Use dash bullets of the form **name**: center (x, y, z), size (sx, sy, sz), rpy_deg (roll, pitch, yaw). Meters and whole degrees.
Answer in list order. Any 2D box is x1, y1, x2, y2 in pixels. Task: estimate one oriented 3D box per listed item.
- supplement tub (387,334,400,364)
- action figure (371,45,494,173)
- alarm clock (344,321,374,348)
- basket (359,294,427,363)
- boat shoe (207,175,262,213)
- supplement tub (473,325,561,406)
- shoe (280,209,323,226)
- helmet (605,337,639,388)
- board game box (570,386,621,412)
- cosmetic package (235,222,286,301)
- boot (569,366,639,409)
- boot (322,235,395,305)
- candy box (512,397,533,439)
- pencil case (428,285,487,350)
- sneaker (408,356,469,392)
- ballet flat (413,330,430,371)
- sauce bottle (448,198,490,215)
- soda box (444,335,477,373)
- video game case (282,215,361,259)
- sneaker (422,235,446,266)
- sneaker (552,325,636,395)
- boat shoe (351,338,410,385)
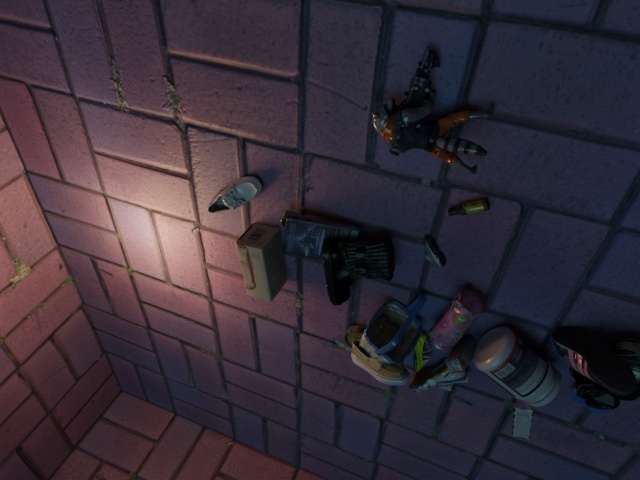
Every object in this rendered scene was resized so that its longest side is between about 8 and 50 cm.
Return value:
- **supplement tub**: center (0.312, 0.495, 2.067), size (0.106, 0.106, 0.198), rpy_deg (26, 134, 6)
- **action figure**: center (0.304, -0.339, 1.325), size (0.330, 0.178, 0.341), rpy_deg (11, 134, 7)
- **alarm clock**: center (0.178, 0.419, 2.102), size (0.129, 0.064, 0.192), rpy_deg (17, 135, 15)
- **basket**: center (0.293, 0.345, 1.858), size (0.201, 0.255, 0.289), rpy_deg (39, 150, 9)
- **boat shoe**: center (-0.340, -0.164, 1.861), size (0.277, 0.096, 0.098), rpy_deg (-23, 113, 39)
- **supplement tub**: center (0.724, 0.466, 1.762), size (0.272, 0.191, 0.191), rpy_deg (38, 135, -6)
- **shoe**: center (-0.041, -0.065, 1.812), size (0.219, 0.058, 0.076), rpy_deg (16, 130, -6)
- **helmet**: center (1.033, 0.401, 1.568), size (0.169, 0.169, 0.161), rpy_deg (37, 147, -5)
- **board game box**: center (1.044, 0.584, 1.806), size (0.168, 0.033, 0.133), rpy_deg (35, 127, -5)
- **cosmetic package**: center (-0.242, 0.092, 1.990), size (0.129, 0.153, 0.296), rpy_deg (12, 130, 21)
- **boot**: center (1.000, 0.526, 1.649), size (0.246, 0.207, 0.094), rpy_deg (21, 108, 14)
- **boot**: center (0.152, 0.126, 1.806), size (0.260, 0.131, 0.348), rpy_deg (-1, 137, 9)
- **candy box**: center (0.809, 0.663, 1.902), size (0.070, 0.165, 0.196), rpy_deg (4, 128, 23)
- **pencil case**: center (0.507, 0.297, 1.781), size (0.124, 0.124, 0.284), rpy_deg (26, 135, 6)
- **sneaker**: center (0.508, 0.613, 2.058), size (0.131, 0.112, 0.296), rpy_deg (40, 135, -8)
- **ballet flat**: center (0.427, 0.474, 2.016), size (0.077, 0.077, 0.231), rpy_deg (-5, 124, 11)
- **sauce bottle**: center (0.472, -0.102, 1.521), size (0.128, 0.042, 0.042), rpy_deg (-12, 121, 33)
- **soda box**: center (0.545, 0.439, 1.836), size (0.058, 0.183, 0.063), rpy_deg (-25, 92, 39)
- **video game case**: center (0.000, 0.000, 1.805), size (0.274, 0.026, 0.196), rpy_deg (10, 138, -2)
- **sneaker**: center (0.389, 0.045, 1.685), size (0.058, 0.052, 0.135), rpy_deg (-14, 119, 41)
- **sneaker**: center (0.909, 0.416, 1.578), size (0.112, 0.319, 0.131), rpy_deg (-27, 117, -1)
- **boat shoe**: center (0.237, 0.506, 1.985), size (0.302, 0.109, 0.094), rpy_deg (16, 127, 44)
